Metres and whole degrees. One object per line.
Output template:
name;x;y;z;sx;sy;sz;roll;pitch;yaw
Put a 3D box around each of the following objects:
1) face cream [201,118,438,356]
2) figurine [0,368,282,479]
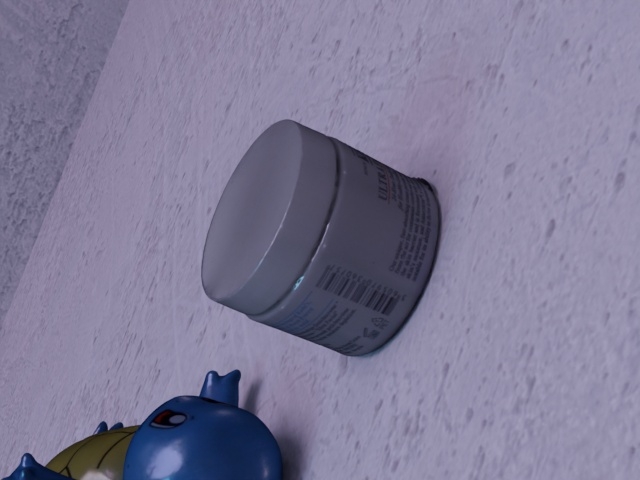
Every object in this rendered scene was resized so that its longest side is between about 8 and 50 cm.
face cream;0.000;0.000;1.280;0.177;0.153;0.177;-46;31;39
figurine;-0.208;0.267;1.424;0.243;0.298;0.416;57;131;24
